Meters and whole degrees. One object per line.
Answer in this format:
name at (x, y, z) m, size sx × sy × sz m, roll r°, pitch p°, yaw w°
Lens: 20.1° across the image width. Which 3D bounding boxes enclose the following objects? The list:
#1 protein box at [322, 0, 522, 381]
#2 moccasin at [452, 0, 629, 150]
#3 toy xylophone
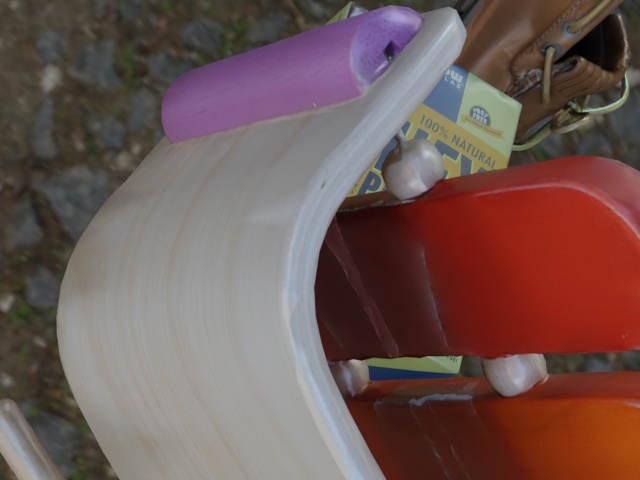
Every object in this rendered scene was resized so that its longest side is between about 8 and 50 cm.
protein box at (0.000, 0.000, 1.135) m, size 0.200 × 0.136 × 0.201 m, roll -35°, pitch 32°, yaw 52°
moccasin at (0.171, -0.148, 1.297) m, size 0.147 × 0.139 × 0.380 m, roll 35°, pitch 119°, yaw -1°
toy xylophone at (0.027, 0.101, 0.464) m, size 0.081 × 0.322 × 0.236 m, roll -35°, pitch 22°, yaw -29°
